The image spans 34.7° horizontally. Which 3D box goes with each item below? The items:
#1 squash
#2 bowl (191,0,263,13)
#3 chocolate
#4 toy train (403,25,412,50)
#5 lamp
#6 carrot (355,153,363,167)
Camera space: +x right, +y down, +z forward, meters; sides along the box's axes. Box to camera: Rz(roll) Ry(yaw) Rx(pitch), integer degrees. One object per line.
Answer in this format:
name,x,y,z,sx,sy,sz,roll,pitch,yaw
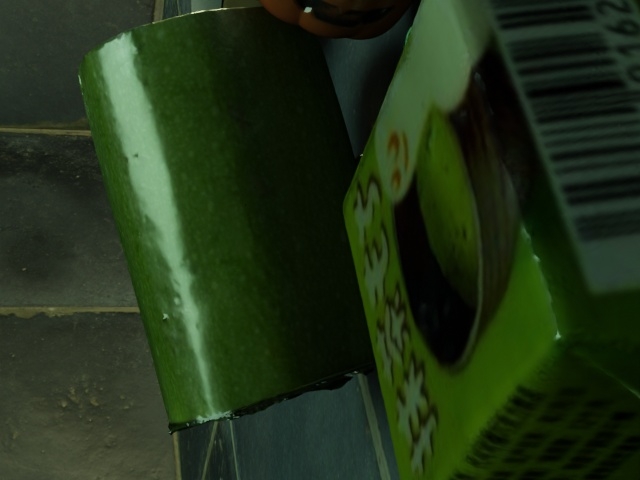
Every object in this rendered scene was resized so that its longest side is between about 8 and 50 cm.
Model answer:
squash,-0.079,-0.018,1.059,0.263,0.263,0.384,150,106,-73
bowl,-0.079,-0.382,1.372,0.345,0.157,0.345,-179,90,-75
chocolate,0.123,0.009,0.642,0.289,0.137,0.301,110,156,-52
toy train,0.108,-0.150,0.881,0.081,0.050,0.122,141,129,-62
lamp,0.016,-0.284,0.955,0.188,0.187,0.164,-108,32,-50
carrot,0.001,0.000,1.250,0.342,0.070,0.070,118,149,-57
